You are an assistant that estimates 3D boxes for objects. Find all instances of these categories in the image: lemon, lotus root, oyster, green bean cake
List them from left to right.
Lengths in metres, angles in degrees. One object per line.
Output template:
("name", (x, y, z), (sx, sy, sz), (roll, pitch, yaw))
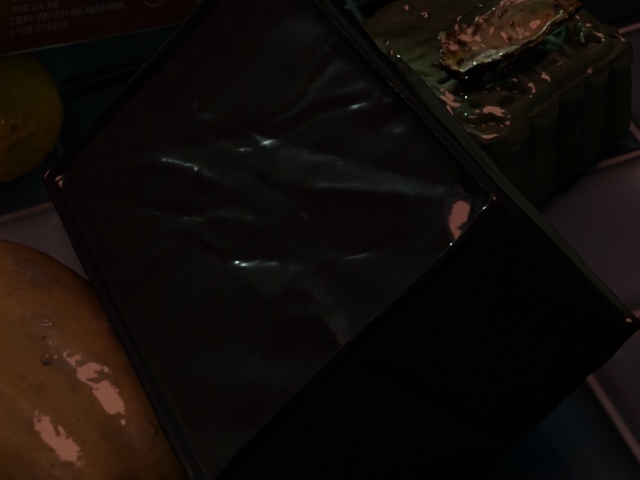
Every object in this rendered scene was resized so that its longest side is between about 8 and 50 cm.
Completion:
("lemon", (-0.319, -0.127, 1.132), (0.142, 0.142, 0.187), (-34, 48, -22))
("lotus root", (-0.181, 0.124, 0.865), (0.343, 0.151, 0.169), (35, 84, 30))
("green bean cake", (0.136, -0.134, 1.090), (0.222, 0.125, 0.227), (-37, 47, -26))
("oyster", (0.161, -0.167, 1.005), (0.132, 0.029, 0.086), (-13, 42, 2))

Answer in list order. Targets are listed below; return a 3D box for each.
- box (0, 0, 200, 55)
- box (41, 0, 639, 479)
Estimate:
("box", (-0.324, -0.288, 1.186), (0.345, 0.122, 0.385), (17, 22, 23))
("box", (0.001, 0.001, 0.852), (0.251, 0.204, 0.345), (-45, 48, 10))
